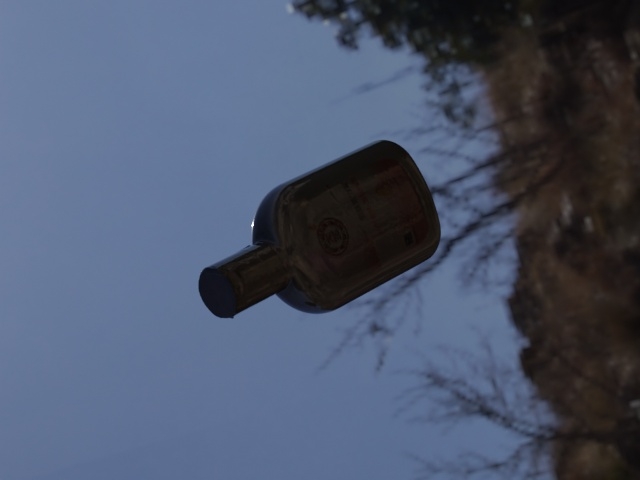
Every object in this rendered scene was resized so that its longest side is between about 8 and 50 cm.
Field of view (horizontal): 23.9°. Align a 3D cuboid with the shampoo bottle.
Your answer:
[{"bbox_3d":[0.000,0.000,0.870,0.165,0.040,0.080,-26,-84,-40],"label":"shampoo bottle"}]
